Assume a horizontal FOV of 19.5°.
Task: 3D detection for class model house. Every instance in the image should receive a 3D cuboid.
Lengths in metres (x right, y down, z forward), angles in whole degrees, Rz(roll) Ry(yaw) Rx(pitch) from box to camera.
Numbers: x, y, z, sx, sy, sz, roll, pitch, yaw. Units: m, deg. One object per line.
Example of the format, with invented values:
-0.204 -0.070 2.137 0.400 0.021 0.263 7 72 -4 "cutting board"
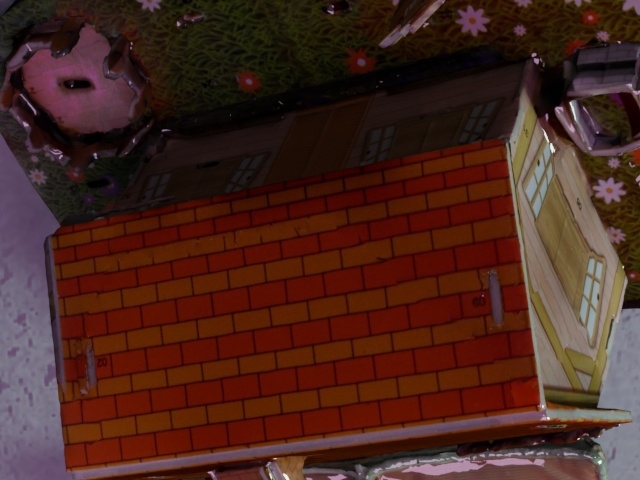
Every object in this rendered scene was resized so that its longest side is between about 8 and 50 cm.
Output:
-0.001 0.001 0.681 0.293 0.154 0.207 -11 125 26 "model house"

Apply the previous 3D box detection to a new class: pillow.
0.025 0.149 0.899 0.232 0.043 0.126 -8 125 2 "pillow"
